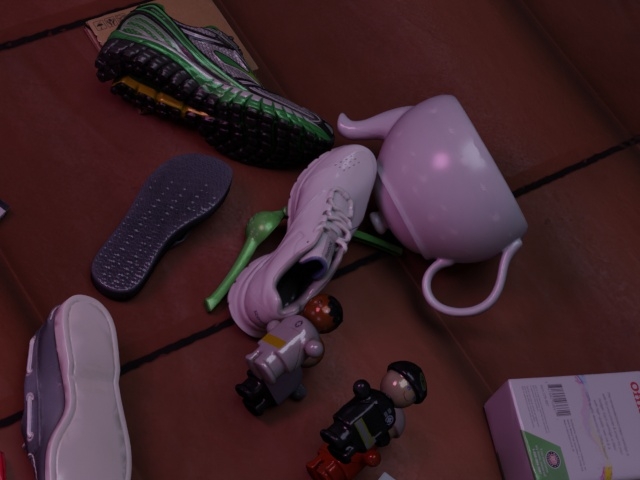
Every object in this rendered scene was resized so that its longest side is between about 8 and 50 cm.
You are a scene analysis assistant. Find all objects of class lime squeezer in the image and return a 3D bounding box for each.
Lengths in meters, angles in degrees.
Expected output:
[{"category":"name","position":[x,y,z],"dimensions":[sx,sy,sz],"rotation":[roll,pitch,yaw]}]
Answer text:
[{"category":"lime squeezer","position":[-0.031,0.003,2.140],"dimensions":[0.310,0.059,0.110],"rotation":[-15,65,-30]}]

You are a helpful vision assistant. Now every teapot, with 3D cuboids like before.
[{"category":"teapot","position":[0.157,-0.059,2.176],"dimensions":[0.187,0.252,0.256],"rotation":[-30,30,4]}]

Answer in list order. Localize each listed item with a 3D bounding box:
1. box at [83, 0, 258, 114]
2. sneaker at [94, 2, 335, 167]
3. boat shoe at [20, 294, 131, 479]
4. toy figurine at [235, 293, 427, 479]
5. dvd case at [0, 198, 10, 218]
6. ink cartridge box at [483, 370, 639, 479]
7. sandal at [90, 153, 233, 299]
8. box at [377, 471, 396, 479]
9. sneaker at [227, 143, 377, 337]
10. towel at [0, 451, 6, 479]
[{"category":"box","position":[-0.212,-0.274,2.267],"dimensions":[0.201,0.021,0.164],"rotation":[-23,70,-32]},{"category":"sneaker","position":[-0.127,-0.219,2.177],"dimensions":[0.343,0.134,0.146],"rotation":[29,58,-11]},{"category":"boat shoe","position":[-0.299,0.225,1.878],"dimensions":[0.116,0.099,0.320],"rotation":[22,53,-40]},{"category":"toy figurine","position":[0.013,0.180,1.946],"dimensions":[0.148,0.213,0.209],"rotation":[-40,75,-21]},{"category":"dvd case","position":[-0.522,-0.021,1.984],"dimensions":[0.164,0.018,0.221],"rotation":[36,54,5]},{"category":"ink cartridge box","position":[0.342,0.263,2.097],"dimensions":[0.212,0.093,0.154],"rotation":[-3,61,-21]},{"category":"sandal","position":[-0.215,-0.022,2.093],"dimensions":[0.097,0.054,0.254],"rotation":[36,62,12]},{"category":"box","position":[0.072,0.359,1.923],"dimensions":[0.087,0.101,0.102],"rotation":[35,51,3]},{"category":"sneaker","position":[0.000,0.000,2.064],"dimensions":[0.111,0.129,0.297],"rotation":[36,70,-20]},{"category":"towel","position":[-0.483,0.323,1.772],"dimensions":[0.274,0.031,0.199],"rotation":[2,57,-20]}]
